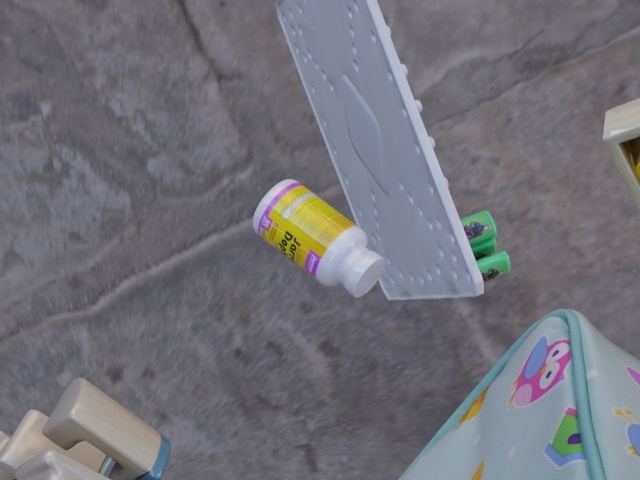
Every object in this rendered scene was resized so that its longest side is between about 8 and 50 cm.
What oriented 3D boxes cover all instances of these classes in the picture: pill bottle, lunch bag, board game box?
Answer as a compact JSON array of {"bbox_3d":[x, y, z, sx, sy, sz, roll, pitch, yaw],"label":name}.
[{"bbox_3d":[0.000,0.000,0.897,0.083,0.043,0.043,37,75,22],"label":"pill bottle"},{"bbox_3d":[0.066,0.172,0.584,0.108,0.224,0.279,35,116,-9],"label":"lunch bag"},{"bbox_3d":[0.069,-0.125,1.564,0.050,0.390,0.390,-21,91,-12],"label":"board game box"}]

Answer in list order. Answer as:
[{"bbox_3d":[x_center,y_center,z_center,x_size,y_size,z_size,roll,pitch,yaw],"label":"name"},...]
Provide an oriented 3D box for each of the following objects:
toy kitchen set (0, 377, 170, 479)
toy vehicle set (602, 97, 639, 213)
[{"bbox_3d":[-0.161,0.206,0.815,0.122,0.166,0.207,39,52,-16],"label":"toy kitchen set"},{"bbox_3d":[0.330,-0.051,0.872,0.266,0.035,0.166,-20,119,27],"label":"toy vehicle set"}]
